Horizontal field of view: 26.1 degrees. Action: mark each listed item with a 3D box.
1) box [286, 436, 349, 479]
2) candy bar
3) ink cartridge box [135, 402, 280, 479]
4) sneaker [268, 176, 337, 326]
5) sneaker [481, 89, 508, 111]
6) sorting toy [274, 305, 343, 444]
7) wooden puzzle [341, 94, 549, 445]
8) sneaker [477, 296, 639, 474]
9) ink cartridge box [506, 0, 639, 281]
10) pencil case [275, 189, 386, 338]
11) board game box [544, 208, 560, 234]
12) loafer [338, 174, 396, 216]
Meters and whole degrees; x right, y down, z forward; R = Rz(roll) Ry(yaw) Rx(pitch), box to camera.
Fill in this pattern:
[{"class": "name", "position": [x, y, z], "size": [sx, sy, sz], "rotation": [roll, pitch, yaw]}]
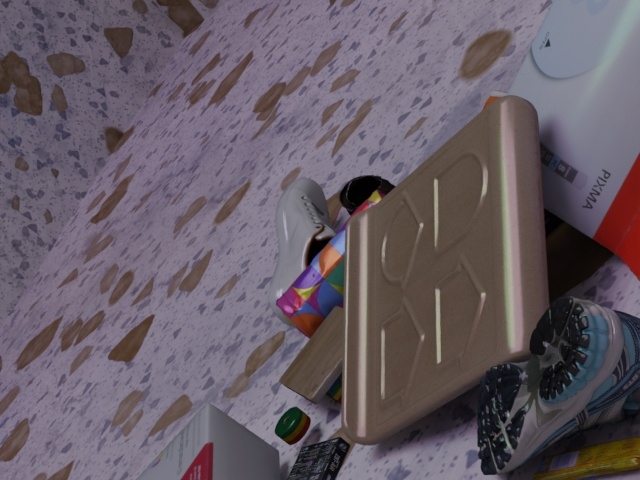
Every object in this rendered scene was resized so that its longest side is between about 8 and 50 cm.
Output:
[{"class": "box", "position": [-0.006, 0.284, 1.728], "size": [0.083, 0.018, 0.067], "rotation": [-25, 30, 48]}, {"class": "candy bar", "position": [0.260, 0.208, 1.302], "size": [0.161, 0.018, 0.040], "rotation": [-26, 27, 49]}, {"class": "ink cartridge box", "position": [-0.190, 0.390, 1.742], "size": [0.306, 0.131, 0.226], "rotation": [-46, 19, 14]}, {"class": "sneaker", "position": [0.000, 0.000, 2.135], "size": [0.123, 0.106, 0.290], "rotation": [-32, 36, 31]}, {"class": "sneaker", "position": [0.278, -0.174, 1.929], "size": [0.067, 0.064, 0.175], "rotation": [-68, 15, -5]}, {"class": "sorting toy", "position": [0.025, 0.154, 1.859], "size": [0.274, 0.046, 0.132], "rotation": [-53, 20, -9]}, {"class": "wooden puzzle", "position": [0.150, 0.046, 1.601], "size": [0.348, 0.080, 0.322], "rotation": [-36, 44, 49]}, {"class": "sneaker", "position": [0.241, 0.158, 1.333], "size": [0.283, 0.122, 0.110], "rotation": [123, 152, -56]}, {"class": "ink cartridge box", "position": [0.334, -0.149, 1.490], "size": [0.308, 0.091, 0.385], "rotation": [-64, 23, 20]}, {"class": "pencil case", "position": [0.045, 0.039, 1.964], "size": [0.236, 0.104, 0.104], "rotation": [-46, 20, 3]}, {"class": "board game box", "position": [0.310, -0.117, 1.757], "size": [0.347, 0.056, 0.208], "rotation": [-45, 16, 11]}, {"class": "loafer", "position": [0.076, -0.073, 2.120], "size": [0.080, 0.078, 0.220], "rotation": [-51, 20, -6]}]
